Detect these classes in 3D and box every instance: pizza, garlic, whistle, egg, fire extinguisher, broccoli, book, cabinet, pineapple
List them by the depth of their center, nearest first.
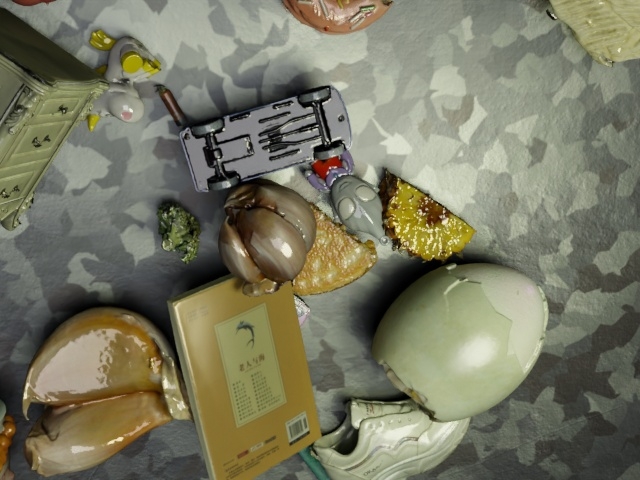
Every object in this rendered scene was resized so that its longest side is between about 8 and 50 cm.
[{"bbox_3d":[-0.540,-0.177,1.569,0.227,0.290,0.318,35,101,0],"label":"cabinet"},{"bbox_3d":[-0.081,-0.024,1.768,0.160,0.214,0.191,5,133,24],"label":"garlic"},{"bbox_3d":[-0.268,-0.242,1.779,0.028,0.022,0.083,-18,115,26],"label":"fire extinguisher"},{"bbox_3d":[-0.261,-0.015,1.822,0.095,0.092,0.097,23,119,2],"label":"broccoli"},{"bbox_3d":[-0.396,0.283,1.825,0.313,0.249,0.286,-18,131,-1],"label":"garlic"},{"bbox_3d":[-0.131,0.247,1.858,0.269,0.032,0.388,-21,108,-38],"label":"book"},{"bbox_3d":[0.000,0.000,1.903,0.188,0.062,0.198,-21,103,10],"label":"pizza"},{"bbox_3d":[0.275,0.179,1.908,0.336,0.278,0.278,-42,112,-1],"label":"egg"},{"bbox_3d":[0.182,-0.025,1.924,0.233,0.079,0.135,35,100,-21],"label":"pineapple"},{"bbox_3d":[-0.036,0.421,2.046,0.039,0.039,0.186,-34,113,0],"label":"whistle"}]

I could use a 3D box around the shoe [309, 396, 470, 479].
[{"bbox_3d":[0.139,0.383,2.022,0.342,0.132,0.210,-40,115,6],"label":"shoe"}]

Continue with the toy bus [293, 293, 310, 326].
[{"bbox_3d":[-0.078,0.113,1.934,0.131,0.037,0.052,38,92,-20],"label":"toy bus"}]

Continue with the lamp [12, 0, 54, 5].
[{"bbox_3d":[-0.467,-0.466,1.595,0.182,0.140,0.182,-2,106,-8],"label":"lamp"}]

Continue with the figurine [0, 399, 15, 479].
[{"bbox_3d":[-0.661,0.467,1.820,0.205,0.224,0.381,2,108,-10],"label":"figurine"}]

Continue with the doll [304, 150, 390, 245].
[{"bbox_3d":[0.057,-0.082,1.864,0.102,0.075,0.227,-35,90,1],"label":"doll"}]

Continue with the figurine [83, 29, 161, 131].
[{"bbox_3d":[-0.354,-0.266,1.724,0.130,0.109,0.178,24,103,7],"label":"figurine"}]

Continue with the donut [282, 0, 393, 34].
[{"bbox_3d":[0.020,-0.468,1.735,0.199,0.085,0.232,-18,110,-5],"label":"donut"}]

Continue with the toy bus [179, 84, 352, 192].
[{"bbox_3d":[-0.097,-0.186,1.778,0.292,0.133,0.125,-17,106,-4],"label":"toy bus"}]

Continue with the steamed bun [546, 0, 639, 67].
[{"bbox_3d":[0.543,-0.500,1.750,0.347,0.394,0.237,28,73,18],"label":"steamed bun"}]
